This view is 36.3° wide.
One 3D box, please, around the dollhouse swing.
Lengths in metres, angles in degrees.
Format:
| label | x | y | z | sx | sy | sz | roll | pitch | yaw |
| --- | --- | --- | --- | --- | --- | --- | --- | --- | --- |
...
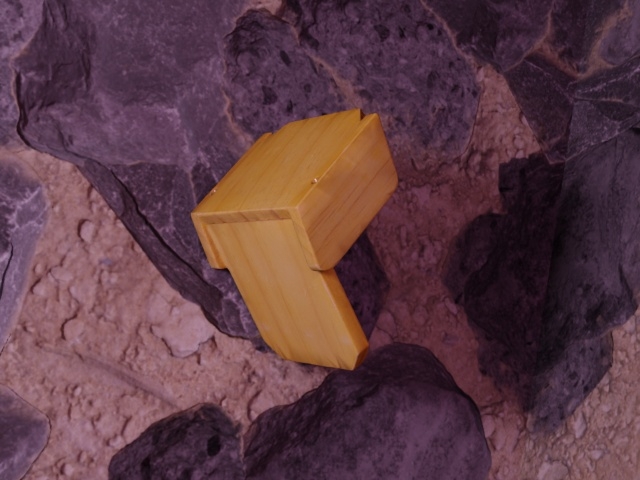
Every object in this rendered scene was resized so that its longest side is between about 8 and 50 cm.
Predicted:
| label | x | y | z | sx | sy | sz | roll | pitch | yaw |
| --- | --- | --- | --- | --- | --- | --- | --- | --- | --- |
| dollhouse swing | 0.000 | 0.000 | 1.682 | 0.305 | 0.346 | 0.315 | 51 | 63 | -22 |
